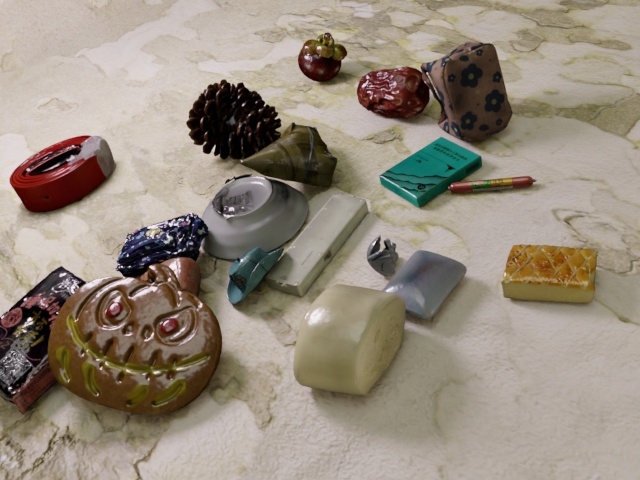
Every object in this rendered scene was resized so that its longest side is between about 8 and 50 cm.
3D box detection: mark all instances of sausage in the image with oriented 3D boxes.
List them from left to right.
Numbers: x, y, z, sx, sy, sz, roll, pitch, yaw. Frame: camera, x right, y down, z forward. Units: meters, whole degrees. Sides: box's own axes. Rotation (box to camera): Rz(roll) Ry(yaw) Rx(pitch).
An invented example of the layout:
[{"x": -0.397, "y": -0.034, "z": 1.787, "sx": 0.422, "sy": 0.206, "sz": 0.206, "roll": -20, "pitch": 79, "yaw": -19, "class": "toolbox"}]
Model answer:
[{"x": 0.434, "y": -0.142, "z": 1.877, "sx": 0.223, "sy": 0.029, "sz": 0.029, "roll": -4, "pitch": 41, "yaw": 16, "class": "sausage"}]

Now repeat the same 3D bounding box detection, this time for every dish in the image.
[{"x": -0.195, "y": -0.089, "z": 1.985, "sx": 0.317, "sy": 0.106, "sz": 0.316, "roll": -10, "pitch": 40, "yaw": 9, "class": "dish"}]

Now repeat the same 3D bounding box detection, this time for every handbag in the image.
[{"x": -0.412, "y": 0.022, "z": 1.907, "sx": 0.260, "sy": 0.113, "sz": 0.162, "roll": -16, "pitch": 38, "yaw": 22, "class": "handbag"}, {"x": 0.395, "y": -0.415, "z": 2.050, "sx": 0.190, "sy": 0.251, "sz": 0.193, "roll": -24, "pitch": 23, "yaw": -8, "class": "handbag"}]

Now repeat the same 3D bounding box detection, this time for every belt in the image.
[{"x": -0.816, "y": -0.216, "z": 2.359, "sx": 0.324, "sy": 0.115, "sz": 0.227, "roll": -29, "pitch": 43, "yaw": -11, "class": "belt"}]

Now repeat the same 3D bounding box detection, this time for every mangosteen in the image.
[{"x": 0.003, "y": -0.631, "z": 2.487, "sx": 0.156, "sy": 0.181, "sz": 0.145, "roll": -8, "pitch": 37, "yaw": -19, "class": "mangosteen"}]

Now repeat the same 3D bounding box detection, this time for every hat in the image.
[{"x": -0.173, "y": 0.063, "z": 1.794, "sx": 0.138, "sy": 0.078, "sz": 0.191, "roll": -19, "pitch": 27, "yaw": 52, "class": "hat"}]

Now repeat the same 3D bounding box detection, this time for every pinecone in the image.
[{"x": -0.249, "y": -0.351, "z": 2.218, "sx": 0.292, "sy": 0.246, "sz": 0.246, "roll": 20, "pitch": 51, "yaw": 24, "class": "pinecone"}]

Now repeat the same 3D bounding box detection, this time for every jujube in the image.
[{"x": 0.218, "y": -0.448, "z": 2.230, "sx": 0.230, "sy": 0.155, "sz": 0.155, "roll": 14, "pitch": 48, "yaw": 46, "class": "jujube"}]

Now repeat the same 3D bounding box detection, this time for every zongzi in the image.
[{"x": -0.114, "y": -0.255, "z": 2.071, "sx": 0.274, "sy": 0.125, "sz": 0.251, "roll": 3, "pitch": 31, "yaw": -20, "class": "zongzi"}]

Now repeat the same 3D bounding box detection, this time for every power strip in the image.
[{"x": 0.000, "y": 0.000, "z": 1.860, "sx": 0.106, "sy": 0.043, "sz": 0.367, "roll": 14, "pitch": 49, "yaw": 32, "class": "power strip"}]

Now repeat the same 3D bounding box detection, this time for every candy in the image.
[{"x": 0.227, "y": 0.094, "z": 1.643, "sx": 0.138, "sy": 0.071, "sz": 0.174, "roll": 19, "pitch": 51, "yaw": 36, "class": "candy"}]

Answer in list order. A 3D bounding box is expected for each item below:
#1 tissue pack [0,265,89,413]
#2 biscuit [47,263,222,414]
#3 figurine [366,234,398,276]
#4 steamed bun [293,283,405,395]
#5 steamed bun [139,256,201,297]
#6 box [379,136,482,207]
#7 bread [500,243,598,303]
[{"x": -0.660, "y": 0.232, "z": 1.773, "sx": 0.245, "sy": 0.123, "sz": 0.332, "roll": 25, "pitch": 58, "yaw": 32, "class": "tissue pack"}, {"x": -0.408, "y": 0.206, "z": 1.640, "sx": 0.394, "sy": 0.070, "sz": 0.350, "roll": 7, "pitch": 63, "yaw": 11, "class": "biscuit"}, {"x": 0.150, "y": 0.030, "z": 1.733, "sx": 0.082, "sy": 0.094, "sz": 0.086, "roll": 16, "pitch": 42, "yaw": 18, "class": "figurine"}, {"x": 0.054, "y": 0.191, "z": 1.528, "sx": 0.200, "sy": 0.154, "sz": 0.250, "roll": 10, "pitch": 43, "yaw": 29, "class": "steamed bun"}, {"x": -0.370, "y": 0.133, "z": 1.798, "sx": 0.175, "sy": 0.106, "sz": 0.144, "roll": -22, "pitch": 43, "yaw": 16, "class": "steamed bun"}, {"x": 0.293, "y": -0.187, "z": 1.971, "sx": 0.226, "sy": 0.042, "sz": 0.161, "roll": -33, "pitch": 41, "yaw": -19, "class": "box"}, {"x": 0.492, "y": 0.069, "z": 1.579, "sx": 0.188, "sy": 0.068, "sz": 0.125, "roll": 3, "pitch": 43, "yaw": 23, "class": "bread"}]
